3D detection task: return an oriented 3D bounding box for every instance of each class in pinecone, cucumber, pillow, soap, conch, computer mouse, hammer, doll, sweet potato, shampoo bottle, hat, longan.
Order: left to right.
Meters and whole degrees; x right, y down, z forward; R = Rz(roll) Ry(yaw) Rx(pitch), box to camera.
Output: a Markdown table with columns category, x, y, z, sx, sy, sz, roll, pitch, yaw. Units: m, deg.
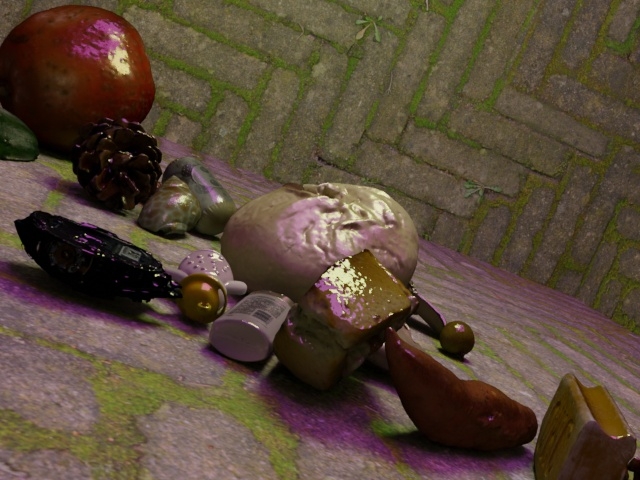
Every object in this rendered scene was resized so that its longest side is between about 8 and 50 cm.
| category | x | y | z | sx | sy | sz | roll | pitch | yaw |
| --- | --- | --- | --- | --- | --- | --- | --- | --- | --- |
| cucumber | -0.707 | -0.239 | 1.576 | 0.145 | 0.105 | 0.325 | 26 | 6 | 25 |
| computer mouse | -0.298 | 0.034 | 1.007 | 0.241 | 0.078 | 0.146 | 24 | 8 | -10 |
| pinecone | -0.423 | -0.154 | 1.559 | 0.184 | 0.179 | 0.204 | -1 | 29 | -3 |
| conch | -0.303 | -0.066 | 1.549 | 0.116 | 0.106 | 0.173 | 6 | 16 | 23 |
| doll | -0.172 | 0.067 | 1.120 | 0.129 | 0.081 | 0.207 | 13 | 12 | -11 |
| hammer | -0.234 | -0.073 | 1.763 | 0.202 | 0.113 | 0.305 | 51 | 8 | 27 |
| shampoo bottle | -0.091 | 0.118 | 1.088 | 0.086 | 0.056 | 0.227 | 18 | 8 | 4 |
| pillow | 0.088 | 0.161 | 1.253 | 0.173 | 0.067 | 0.270 | 17 | 7 | -8 |
| hat | 0.199 | 0.153 | 1.638 | 0.175 | 0.085 | 0.147 | 49 | 5 | 17 |
| longan | 0.274 | 0.202 | 1.504 | 0.075 | 0.075 | 0.083 | 16 | 52 | -39 |
| sweet potato | 0.192 | 0.231 | 1.013 | 0.095 | 0.106 | 0.354 | -17 | -38 | 41 |
| soap | 0.334 | 0.268 | 0.973 | 0.073 | 0.140 | 0.232 | 24 | 9 | 10 |

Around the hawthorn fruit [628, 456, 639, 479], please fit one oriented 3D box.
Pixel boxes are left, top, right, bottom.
| category | x | y | z | sx | sy | sz | roll | pitch | yaw |
| --- | --- | --- | --- | --- | --- | --- | --- | --- | --- |
| hawthorn fruit | 0.460 | 0.325 | 0.928 | 0.188 | 0.169 | 0.169 | 20 | 9 | 0 |

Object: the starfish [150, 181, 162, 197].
| category | x | y | z | sx | sy | sz | roll | pitch | yaw |
| --- | --- | --- | --- | --- | --- | --- | --- | --- | --- |
| starfish | -0.403 | -0.123 | 1.777 | 0.238 | 0.057 | 0.213 | 20 | 9 | -9 |

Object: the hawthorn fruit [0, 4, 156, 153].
| category | x | y | z | sx | sy | sz | roll | pitch | yaw |
| --- | --- | --- | --- | --- | --- | --- | --- | --- | --- |
| hawthorn fruit | -0.641 | -0.397 | 1.903 | 0.402 | 0.403 | 0.403 | 22 | 9 | -3 |

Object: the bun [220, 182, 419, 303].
| category | x | y | z | sx | sy | sz | roll | pitch | yaw |
| --- | --- | --- | --- | --- | --- | --- | --- | --- | --- |
| bun | 0.000 | 0.000 | 1.377 | 0.361 | 0.213 | 0.361 | 2 | 4 | 0 |

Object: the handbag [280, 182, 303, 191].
| category | x | y | z | sx | sy | sz | roll | pitch | yaw |
| --- | --- | --- | --- | --- | --- | --- | --- | --- | --- |
| handbag | 0.000 | -0.041 | 2.022 | 0.301 | 0.149 | 0.283 | 25 | 6 | 4 |

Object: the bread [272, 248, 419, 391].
| category | x | y | z | sx | sy | sz | roll | pitch | yaw |
| --- | --- | --- | --- | --- | --- | --- | --- | --- | --- |
| bread | 0.029 | 0.116 | 1.023 | 0.124 | 0.186 | 0.257 | 41 | 16 | 9 |
